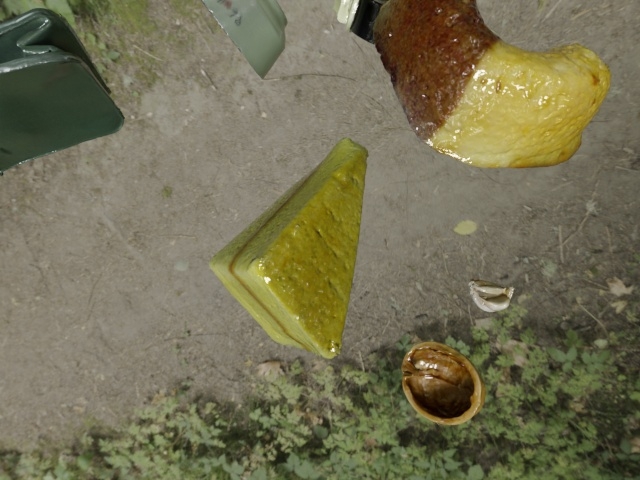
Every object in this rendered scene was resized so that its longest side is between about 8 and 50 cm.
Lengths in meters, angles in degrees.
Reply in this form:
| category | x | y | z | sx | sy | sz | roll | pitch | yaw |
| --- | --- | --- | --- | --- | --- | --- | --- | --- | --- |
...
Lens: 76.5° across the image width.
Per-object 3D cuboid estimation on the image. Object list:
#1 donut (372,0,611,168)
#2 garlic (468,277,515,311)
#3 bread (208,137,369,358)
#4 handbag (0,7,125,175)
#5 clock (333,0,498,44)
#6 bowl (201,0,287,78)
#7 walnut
| category | x | y | z | sx | sy | sz | roll | pitch | yaw |
| --- | --- | --- | --- | --- | --- | --- | --- | --- | --- |
| donut | 0.158 | -0.186 | 0.429 | 0.295 | 0.151 | 0.112 | 42 | 154 | 11 |
| garlic | 0.409 | 0.134 | 0.989 | 0.094 | 0.113 | 0.074 | 1 | 104 | 2 |
| bread | 0.000 | 0.000 | 0.792 | 0.245 | 0.362 | 0.233 | 51 | 153 | -20 |
| handbag | -0.444 | -0.193 | 0.584 | 0.260 | 0.247 | 0.079 | -27 | 89 | -12 |
| clock | 0.229 | -0.461 | 0.885 | 0.379 | 0.276 | 0.120 | 6 | 129 | -22 |
| bowl | -0.140 | -0.435 | 0.786 | 0.112 | 0.211 | 0.211 | -37 | 94 | 6 |
| walnut | 0.284 | 0.321 | 0.911 | 0.087 | 0.211 | 0.167 | 19 | 87 | -37 |
